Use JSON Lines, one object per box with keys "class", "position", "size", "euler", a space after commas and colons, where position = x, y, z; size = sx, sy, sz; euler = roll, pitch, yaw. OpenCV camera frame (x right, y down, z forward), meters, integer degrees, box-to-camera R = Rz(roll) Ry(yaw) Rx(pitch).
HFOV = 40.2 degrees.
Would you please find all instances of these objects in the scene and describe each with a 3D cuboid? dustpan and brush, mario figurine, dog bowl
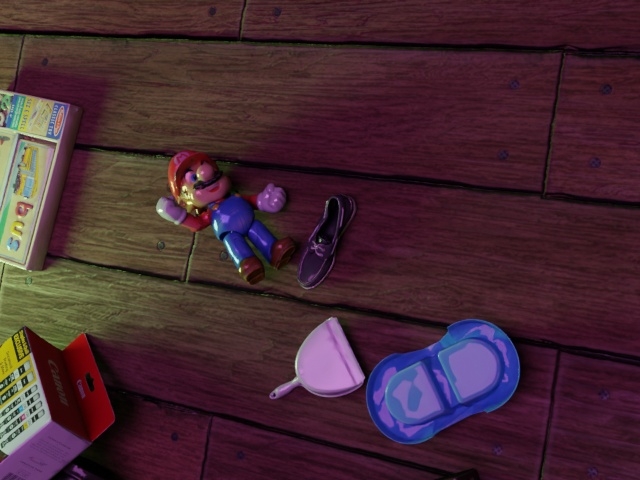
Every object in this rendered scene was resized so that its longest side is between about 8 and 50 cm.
{"class": "dustpan and brush", "position": [-0.021, 0.262, 1.726], "size": [0.211, 0.060, 0.147], "euler": [-30, 71, 12]}
{"class": "mario figurine", "position": [-0.197, -0.071, 1.772], "size": [0.320, 0.198, 0.170], "euler": [47, 117, 18]}
{"class": "dog bowl", "position": [0.228, 0.256, 1.591], "size": [0.297, 0.074, 0.166], "euler": [-30, 72, 19]}

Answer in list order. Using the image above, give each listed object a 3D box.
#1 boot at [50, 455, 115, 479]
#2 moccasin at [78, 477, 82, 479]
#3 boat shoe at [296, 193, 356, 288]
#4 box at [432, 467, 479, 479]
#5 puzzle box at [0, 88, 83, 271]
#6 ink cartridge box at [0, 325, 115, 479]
{"class": "boot", "position": [-0.612, 0.586, 1.905], "size": [0.348, 0.131, 0.260], "euler": [5, 73, 36]}
{"class": "moccasin", "position": [-0.496, 0.576, 1.769], "size": [0.380, 0.147, 0.139], "euler": [-7, 42, 3]}
{"class": "boat shoe", "position": [0.000, 0.000, 1.734], "size": [0.075, 0.065, 0.206], "euler": [30, 97, 25]}
{"class": "box", "position": [0.120, 0.558, 1.572], "size": [0.381, 0.143, 0.191], "euler": [-23, 74, 20]}
{"class": "puzzle box", "position": [-0.737, -0.150, 2.113], "size": [0.272, 0.052, 0.408], "euler": [14, 90, 26]}
{"class": "ink cartridge box", "position": [-0.610, 0.343, 1.865], "size": [0.272, 0.130, 0.309], "euler": [-40, 44, 1]}
